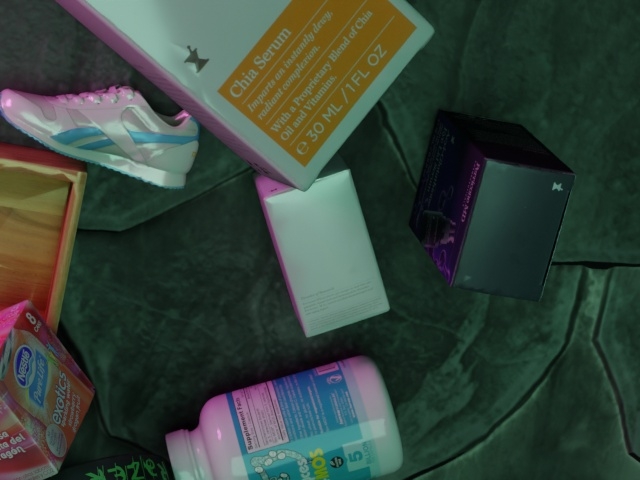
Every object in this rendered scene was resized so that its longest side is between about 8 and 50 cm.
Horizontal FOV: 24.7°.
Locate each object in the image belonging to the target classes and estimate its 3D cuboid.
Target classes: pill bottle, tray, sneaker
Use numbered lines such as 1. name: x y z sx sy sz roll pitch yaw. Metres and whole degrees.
1. pill bottle: -0.044 0.237 1.725 0.264 0.146 0.146 -16 111 -4
2. tray: -0.478 -0.024 1.599 0.411 0.076 0.202 10 107 -12
3. sneaker: -0.243 -0.131 1.603 0.229 0.087 0.092 17 98 -22

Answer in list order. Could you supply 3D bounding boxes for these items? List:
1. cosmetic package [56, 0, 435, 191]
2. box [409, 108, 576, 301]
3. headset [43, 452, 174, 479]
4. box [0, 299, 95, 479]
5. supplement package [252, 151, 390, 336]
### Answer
1. cosmetic package: -0.130 -0.281 1.505 0.453 0.161 0.230 39 85 -19
2. box: 0.188 -0.043 1.636 0.108 0.207 0.153 9 107 -13
3. headset: -0.321 0.373 1.677 0.394 0.185 0.243 -36 156 34
4. box: -0.419 0.204 1.598 0.300 0.154 0.142 -23 113 21
5. supplement package: 0.000 0.000 1.674 0.105 0.105 0.179 -18 112 -3
